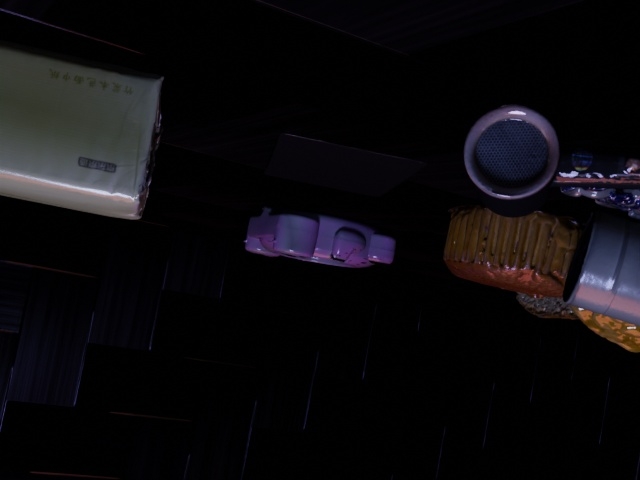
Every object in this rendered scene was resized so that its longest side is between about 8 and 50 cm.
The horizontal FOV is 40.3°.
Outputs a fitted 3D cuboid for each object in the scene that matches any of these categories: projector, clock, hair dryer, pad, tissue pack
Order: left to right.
[{"bbox_3d":[-0.258,-0.099,0.761,0.234,0.125,0.159,11,176,-11],"label":"tissue pack"},{"bbox_3d":[0.000,0.000,1.656,0.247,0.090,0.227,11,176,-23],"label":"clock"},{"bbox_3d":[0.020,-0.087,1.033,0.159,0.009,0.265,12,174,-7],"label":"pad"},{"bbox_3d":[0.239,-0.049,0.666,0.255,0.070,0.128,5,175,12],"label":"hair dryer"},{"bbox_3d":[0.427,0.064,0.890,0.337,0.108,0.108,18,177,9],"label":"projector"}]

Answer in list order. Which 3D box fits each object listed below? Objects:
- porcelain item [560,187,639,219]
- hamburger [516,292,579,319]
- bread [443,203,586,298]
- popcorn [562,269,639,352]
[{"bbox_3d":[0.298,-0.043,0.830,0.136,0.021,0.075,13,171,-35],"label":"porcelain item"},{"bbox_3d":[0.383,0.059,1.244,0.130,0.124,0.262,12,176,-19],"label":"hamburger"},{"bbox_3d":[0.259,0.018,1.155,0.199,0.104,0.199,13,175,1],"label":"bread"},{"bbox_3d":[0.394,0.063,1.016,0.194,0.140,0.163,31,132,-8],"label":"popcorn"}]
